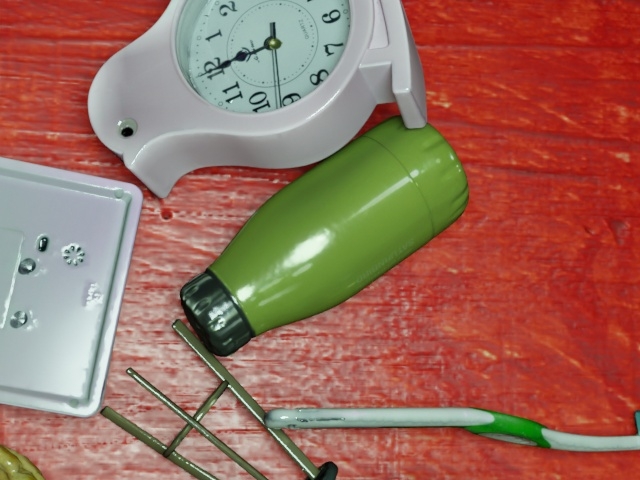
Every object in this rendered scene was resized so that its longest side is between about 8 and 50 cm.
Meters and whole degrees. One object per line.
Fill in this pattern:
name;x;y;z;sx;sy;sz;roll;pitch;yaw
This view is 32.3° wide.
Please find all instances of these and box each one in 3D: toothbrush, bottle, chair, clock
toothbrush;0.151;0.163;0.949;0.418;0.042;0.040;3;74;-21
bottle;0.000;0.000;0.942;0.260;0.112;0.112;-35;88;-16
chair;-0.069;0.170;0.916;0.221;0.104;0.095;43;58;2
clock;-0.074;-0.196;0.948;0.275;0.080;0.290;-19;69;8
clock;-0.239;0.040;0.919;0.150;0.063;0.197;11;78;-8

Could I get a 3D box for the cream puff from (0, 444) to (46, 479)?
cream puff;-0.283;0.242;0.842;0.189;0.129;0.189;0;72;-1
